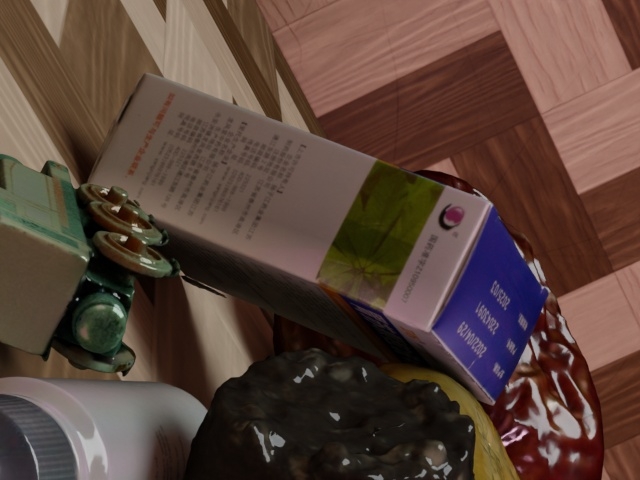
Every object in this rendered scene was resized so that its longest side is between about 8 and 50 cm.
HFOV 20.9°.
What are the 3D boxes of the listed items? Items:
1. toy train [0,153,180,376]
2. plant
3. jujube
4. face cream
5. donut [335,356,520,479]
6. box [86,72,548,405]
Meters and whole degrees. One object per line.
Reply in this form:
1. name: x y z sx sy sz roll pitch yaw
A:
1. toy train: -0.149 0.003 0.933 0.125 0.081 0.194 25 10 -19
2. plant: -0.005 0.199 0.865 0.146 0.149 0.274 -9 114 -54
3. jujube: 0.106 0.130 1.619 0.276 0.276 0.377 32 35 -76
4. face cream: -0.123 0.108 0.813 0.092 0.092 0.311 66 7 9
5. donut: 0.082 0.290 1.213 0.449 0.198 0.449 62 9 -18
6. box: 0.000 0.000 1.298 0.299 0.106 0.200 21 -12 25
